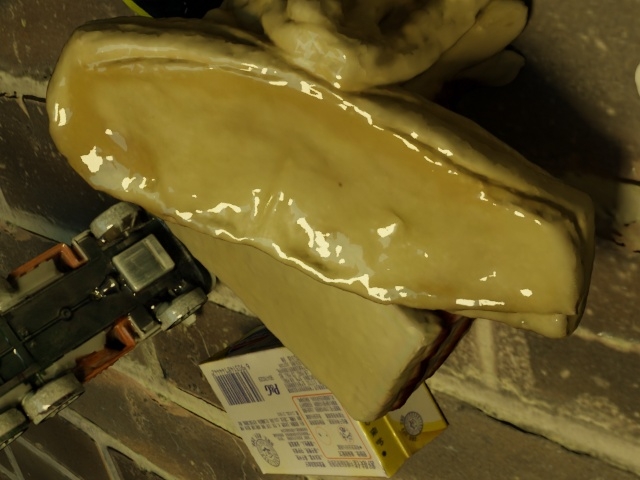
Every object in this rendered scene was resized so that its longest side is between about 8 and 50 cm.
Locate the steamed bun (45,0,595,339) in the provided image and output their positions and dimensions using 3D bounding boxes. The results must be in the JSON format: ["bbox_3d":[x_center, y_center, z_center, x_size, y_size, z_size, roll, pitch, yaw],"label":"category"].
[{"bbox_3d":[0.009,-0.114,0.653,0.428,0.189,0.247,17,138,15],"label":"steamed bun"}]

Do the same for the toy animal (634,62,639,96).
[{"bbox_3d":[0.306,-0.022,0.364,0.325,0.208,0.154,1,112,7],"label":"toy animal"}]

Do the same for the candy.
[{"bbox_3d":[0.000,0.000,0.829,0.320,0.135,0.179,43,144,21],"label":"candy"}]

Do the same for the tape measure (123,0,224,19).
[{"bbox_3d":[-0.135,-0.273,0.788,0.186,0.112,0.199,40,141,25],"label":"tape measure"}]

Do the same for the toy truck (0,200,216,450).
[{"bbox_3d":[-0.329,0.117,1.105,0.173,0.387,0.207,54,152,4],"label":"toy truck"}]

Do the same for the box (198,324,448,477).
[{"bbox_3d":[-0.007,0.171,1.005,0.265,0.097,0.168,-22,100,55],"label":"box"}]
